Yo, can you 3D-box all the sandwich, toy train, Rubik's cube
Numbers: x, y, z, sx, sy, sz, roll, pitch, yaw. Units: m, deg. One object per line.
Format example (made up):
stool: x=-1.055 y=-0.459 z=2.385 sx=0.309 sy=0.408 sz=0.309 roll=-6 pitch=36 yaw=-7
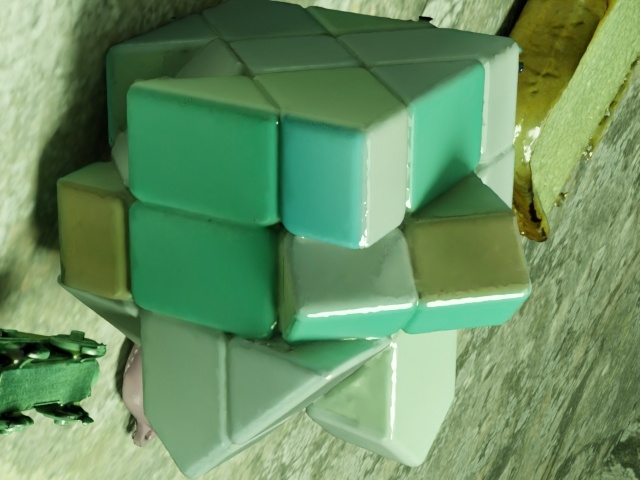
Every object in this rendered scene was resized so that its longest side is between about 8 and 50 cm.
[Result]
sandwich: x=0.209 y=-0.143 z=1.473 sx=0.251 sy=0.087 sz=0.226 roll=-62 pitch=163 yaw=-9
toy train: x=-0.156 y=0.064 z=0.812 sx=0.122 sy=0.081 sz=0.050 roll=6 pitch=93 yaw=-70
Rubik's cube: x=0.000 y=0.000 z=0.874 sx=0.224 sy=0.265 sz=0.213 roll=-31 pitch=128 yaw=-53

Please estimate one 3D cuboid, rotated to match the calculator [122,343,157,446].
calculator: x=-0.037 y=0.016 z=1.116 sx=0.294 sy=0.043 sz=0.194 roll=-57 pitch=161 yaw=-11
